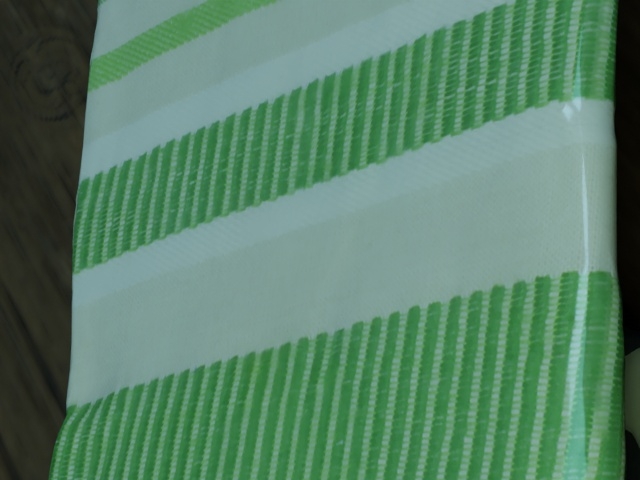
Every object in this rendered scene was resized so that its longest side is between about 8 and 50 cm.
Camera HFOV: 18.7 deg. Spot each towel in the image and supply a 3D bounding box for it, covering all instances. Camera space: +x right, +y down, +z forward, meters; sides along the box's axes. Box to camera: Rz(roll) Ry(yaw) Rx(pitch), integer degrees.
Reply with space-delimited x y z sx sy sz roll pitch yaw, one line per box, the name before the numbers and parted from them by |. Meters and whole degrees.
towel | 0.000 0.000 0.601 0.248 0.038 0.325 -18 62 45

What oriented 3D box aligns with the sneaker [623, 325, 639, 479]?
sneaker | 0.034 0.068 0.624 0.235 0.094 0.153 37 86 28
